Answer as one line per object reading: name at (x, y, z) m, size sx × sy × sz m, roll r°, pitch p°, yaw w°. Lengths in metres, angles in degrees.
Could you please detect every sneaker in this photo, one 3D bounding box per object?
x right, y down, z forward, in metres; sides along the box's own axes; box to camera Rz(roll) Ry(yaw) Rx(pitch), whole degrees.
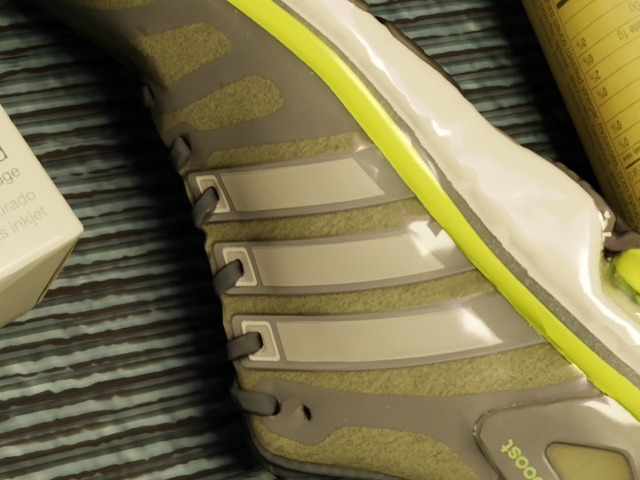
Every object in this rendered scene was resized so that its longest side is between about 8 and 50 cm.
sneaker at (0.000, 0.000, 0.468) m, size 0.300 × 0.111 × 0.121 m, roll 40°, pitch 94°, yaw 14°

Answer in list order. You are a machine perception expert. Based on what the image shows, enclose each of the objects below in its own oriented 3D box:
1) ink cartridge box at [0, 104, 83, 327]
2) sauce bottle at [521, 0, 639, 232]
ink cartridge box at (-0.169, -0.033, 0.435) m, size 0.127 × 0.072 × 0.175 m, roll -32°, pitch 84°, yaw -28°
sauce bottle at (0.154, -0.016, 0.539) m, size 0.111 × 0.111 × 0.344 m, roll -15°, pitch 78°, yaw -26°
